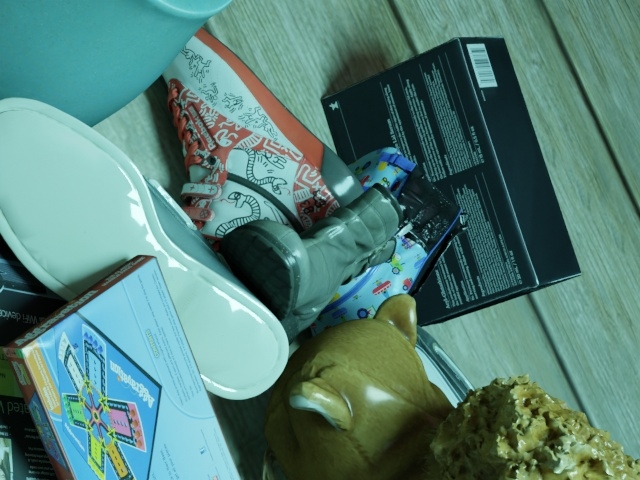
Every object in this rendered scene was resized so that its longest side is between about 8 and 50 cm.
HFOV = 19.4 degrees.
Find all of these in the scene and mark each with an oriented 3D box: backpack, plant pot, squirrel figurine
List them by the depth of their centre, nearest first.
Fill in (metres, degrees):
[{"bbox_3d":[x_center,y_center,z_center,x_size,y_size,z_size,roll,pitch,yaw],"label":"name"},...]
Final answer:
[{"bbox_3d":[-0.207,-0.220,1.517,0.272,0.255,0.271,27,53,-43],"label":"plant pot"},{"bbox_3d":[0.135,0.219,1.622,0.281,0.397,0.370,-34,95,-43],"label":"squirrel figurine"},{"bbox_3d":[0.035,0.016,1.801,0.117,0.158,0.173,45,54,-17],"label":"backpack"}]

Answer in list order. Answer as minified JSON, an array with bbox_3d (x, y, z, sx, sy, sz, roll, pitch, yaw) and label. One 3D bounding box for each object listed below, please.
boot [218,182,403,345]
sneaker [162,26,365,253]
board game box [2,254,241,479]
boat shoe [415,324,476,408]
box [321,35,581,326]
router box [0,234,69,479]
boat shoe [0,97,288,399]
[{"bbox_3d":[0.000,0.000,1.598,0.161,0.246,0.083,-40,77,-13],"label":"boot"},{"bbox_3d":[-0.101,-0.082,1.715,0.270,0.090,0.145,44,75,7],"label":"sneaker"},{"bbox_3d":[-0.135,0.168,1.440,0.145,0.027,0.281,-37,117,-40],"label":"board game box"},{"bbox_3d":[0.153,0.225,1.862,0.335,0.121,0.119,63,30,-15],"label":"boat shoe"},{"bbox_3d":[0.133,-0.057,1.923,0.103,0.184,0.261,-10,81,-55],"label":"box"},{"bbox_3d":[-0.229,0.121,1.468,0.309,0.081,0.243,15,61,-47],"label":"router box"},{"bbox_3d":[-0.159,0.005,1.494,0.319,0.116,0.099,43,0,-20],"label":"boat shoe"}]
